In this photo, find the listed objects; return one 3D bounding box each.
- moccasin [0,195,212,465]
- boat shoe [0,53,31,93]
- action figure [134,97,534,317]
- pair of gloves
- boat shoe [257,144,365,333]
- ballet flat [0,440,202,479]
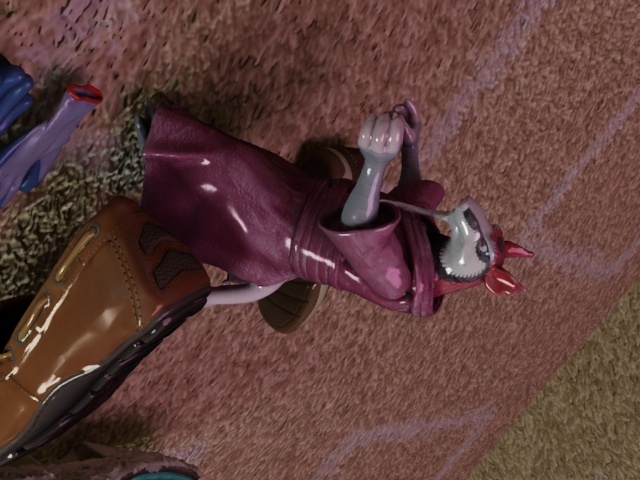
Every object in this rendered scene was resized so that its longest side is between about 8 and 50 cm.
[{"bbox_3d":[-0.262,0.100,0.894,0.380,0.147,0.139,-43,173,37],"label":"moccasin"},{"bbox_3d":[-0.282,-0.090,0.725,0.133,0.042,0.049,-42,173,-4],"label":"boat shoe"},{"bbox_3d":[0.000,0.000,0.846,0.248,0.370,0.275,-10,117,-65],"label":"action figure"},{"bbox_3d":[-0.255,-0.070,0.734,0.159,0.023,0.198,-44,171,11],"label":"pair of gloves"},{"bbox_3d":[0.003,0.002,1.139,0.095,0.095,0.257,-21,143,-44],"label":"boat shoe"},{"bbox_3d":[-0.289,0.289,1.107,0.147,0.147,0.409,-52,152,14],"label":"ballet flat"}]
